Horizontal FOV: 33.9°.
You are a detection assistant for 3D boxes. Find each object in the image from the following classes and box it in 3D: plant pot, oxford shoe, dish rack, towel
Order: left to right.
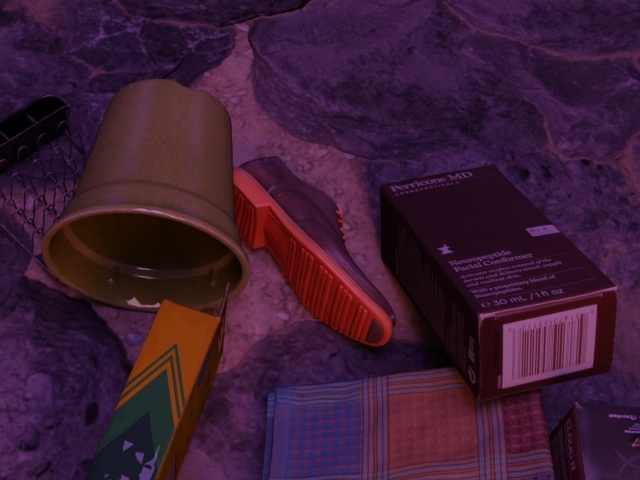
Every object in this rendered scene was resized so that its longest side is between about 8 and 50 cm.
[{"bbox_3d":[-0.391,-0.073,1.558,0.271,0.074,0.208,42,62,17],"label":"dish rack"},{"bbox_3d":[-0.223,-0.072,1.457,0.276,0.276,0.254,7,58,-4],"label":"plant pot"},{"bbox_3d":[0.000,0.000,1.542,0.133,0.130,0.363,-31,67,-31],"label":"oxford shoe"},{"bbox_3d":[0.102,0.267,1.326,0.370,0.040,0.271,-10,39,10],"label":"towel"}]

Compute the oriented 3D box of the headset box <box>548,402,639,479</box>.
[{"bbox_3d":[0.387,0.301,1.307,0.218,0.293,0.110,4,57,-5],"label":"headset box"}]

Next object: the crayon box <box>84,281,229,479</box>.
[{"bbox_3d":[-0.201,0.219,1.325,0.081,0.202,0.318,18,56,3],"label":"crayon box"}]

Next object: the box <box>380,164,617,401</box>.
[{"bbox_3d":[0.229,0.042,1.443,0.191,0.143,0.381,-11,29,-13],"label":"box"}]
